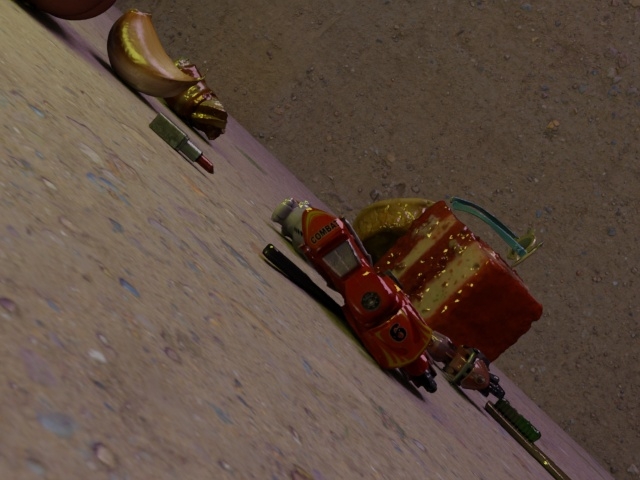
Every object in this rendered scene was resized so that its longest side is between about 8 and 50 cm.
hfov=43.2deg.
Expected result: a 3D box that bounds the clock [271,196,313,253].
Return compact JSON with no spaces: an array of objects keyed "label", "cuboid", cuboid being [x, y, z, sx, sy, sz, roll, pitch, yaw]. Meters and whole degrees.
[{"label":"clock","cuboid":[0.000,0.000,1.465,0.117,0.080,0.176,46,6,40]}]

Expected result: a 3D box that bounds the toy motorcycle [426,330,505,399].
[{"label":"toy motorcycle","cuboid":[0.272,0.239,1.601,0.212,0.084,0.118,37,2,33]}]

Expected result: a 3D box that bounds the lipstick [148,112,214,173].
[{"label":"lipstick","cuboid":[-0.221,-0.155,1.323,0.129,0.030,0.030,42,4,-8]}]

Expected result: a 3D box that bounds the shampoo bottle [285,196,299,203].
[{"label":"shampoo bottle","cuboid":[-0.010,-0.029,1.831,0.221,0.051,0.108,39,8,-44]}]

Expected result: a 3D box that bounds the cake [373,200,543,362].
[{"label":"cake","cuboid":[0.315,0.114,1.906,0.270,0.269,0.319,40,6,-36]}]

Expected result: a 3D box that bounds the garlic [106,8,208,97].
[{"label":"garlic","cuboid":[-0.336,-0.337,1.561,0.206,0.128,0.115,47,-38,10]}]

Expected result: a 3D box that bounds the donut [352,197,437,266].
[{"label":"donut","cuboid":[0.242,0.029,2.160,0.330,0.330,0.160,40,33,-32]}]

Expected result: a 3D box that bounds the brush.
[{"label":"brush","cuboid":[0.447,0.424,1.632,0.282,0.048,0.054,46,8,20]}]

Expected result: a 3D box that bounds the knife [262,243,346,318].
[{"label":"knife","cuboid":[-0.014,0.065,1.178,0.245,0.019,0.072,43,1,-41]}]

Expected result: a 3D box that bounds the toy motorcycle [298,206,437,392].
[{"label":"toy motorcycle","cuboid":[0.075,0.087,1.152,0.298,0.089,0.171,54,5,19]}]

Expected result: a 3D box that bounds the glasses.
[{"label":"glasses","cuboid":[0.383,-0.017,1.835,0.221,0.088,0.189,25,13,2]}]

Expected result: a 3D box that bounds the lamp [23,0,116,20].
[{"label":"lamp","cuboid":[-0.463,-0.530,1.391,0.305,0.239,0.305,43,5,-4]}]

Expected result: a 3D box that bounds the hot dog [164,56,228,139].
[{"label":"hot dog","cuboid":[-0.292,-0.315,1.820,0.213,0.103,0.146,53,-15,12]}]
